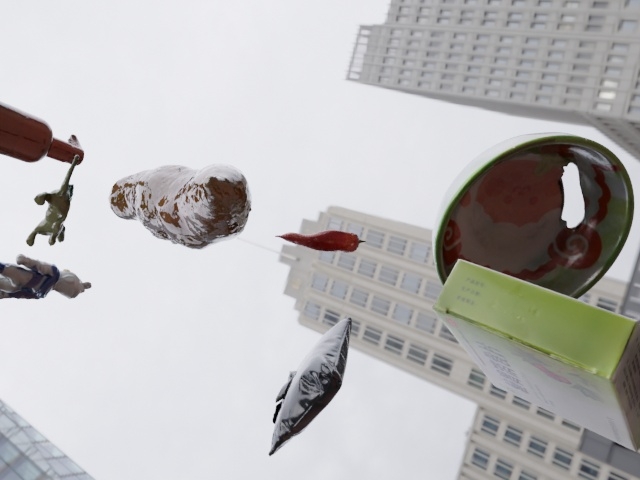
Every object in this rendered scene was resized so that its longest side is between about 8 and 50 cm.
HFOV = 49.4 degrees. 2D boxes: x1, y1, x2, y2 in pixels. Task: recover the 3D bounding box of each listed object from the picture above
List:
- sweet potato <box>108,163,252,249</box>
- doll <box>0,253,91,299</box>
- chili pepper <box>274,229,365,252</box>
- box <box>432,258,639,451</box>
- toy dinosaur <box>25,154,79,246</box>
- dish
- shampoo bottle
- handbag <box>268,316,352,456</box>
[{"bbox_3d":[-0.156,-0.040,0.815,0.106,0.354,0.095,25,-101,-31],"label":"sweet potato"},{"bbox_3d":[-0.517,0.069,1.234,0.227,0.057,0.114,18,-54,-42],"label":"doll"},{"bbox_3d":[0.000,0.000,1.343,0.027,0.178,0.045,-85,3,-52],"label":"chili pepper"},{"bbox_3d":[0.239,0.124,0.716,0.062,0.175,0.260,-60,-37,-12],"label":"box"},{"bbox_3d":[-0.244,-0.037,0.652,0.060,0.029,0.120,-78,12,-59],"label":"toy dinosaur"},{"bbox_3d":[0.317,-0.036,1.106,0.324,0.124,0.324,-6,-59,-11],"label":"dish"},{"bbox_3d":[-0.492,-0.173,1.112,0.244,0.085,0.085,19,-91,-50],"label":"shampoo bottle"},{"bbox_3d":[-0.017,0.265,1.288,0.211,0.088,0.254,-55,2,17],"label":"handbag"}]
